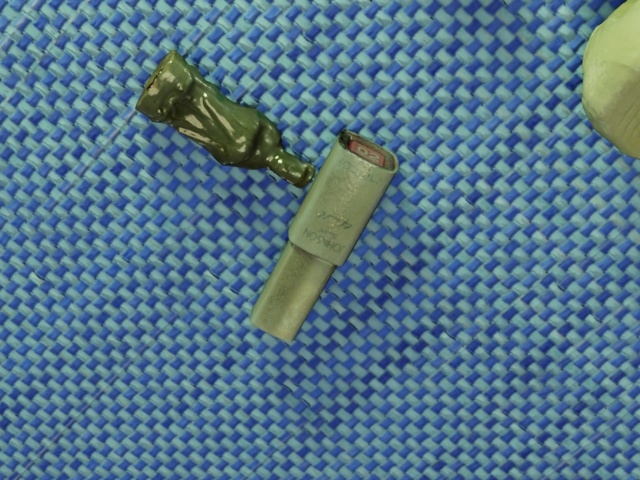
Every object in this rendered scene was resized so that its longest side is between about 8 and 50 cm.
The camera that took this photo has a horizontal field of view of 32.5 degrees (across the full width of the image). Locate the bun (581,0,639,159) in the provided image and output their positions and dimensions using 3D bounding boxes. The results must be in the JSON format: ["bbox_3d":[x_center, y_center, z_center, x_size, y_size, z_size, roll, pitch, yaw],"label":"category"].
[{"bbox_3d":[0.386,-0.187,1.136,0.230,0.145,0.229,1,147,1],"label":"bun"}]

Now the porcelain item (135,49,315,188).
[{"bbox_3d":[-0.103,-0.122,1.249,0.216,0.069,0.081,34,107,-15],"label":"porcelain item"}]

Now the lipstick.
[{"bbox_3d":[0.000,0.000,1.278,0.079,0.077,0.252,26,112,-6],"label":"lipstick"}]
